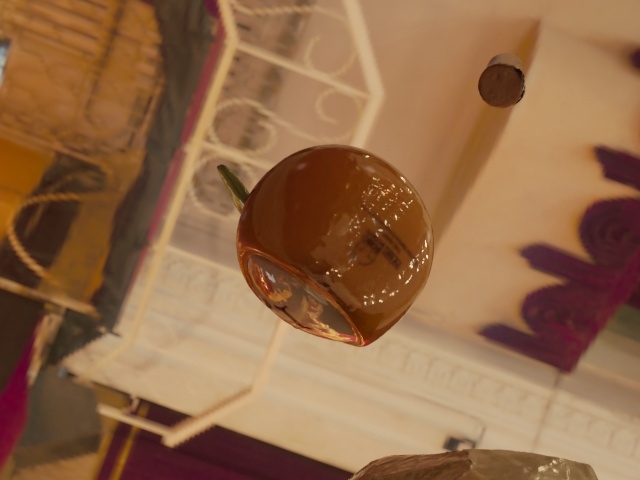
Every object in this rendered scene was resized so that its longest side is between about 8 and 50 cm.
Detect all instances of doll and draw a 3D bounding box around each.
[{"bbox_3d":[0.000,0.000,1.350,0.236,0.213,0.213,9,-102,57],"label":"doll"}]

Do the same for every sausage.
[{"bbox_3d":[0.103,-0.092,0.717,0.116,0.026,0.026,-54,166,-76],"label":"sausage"}]

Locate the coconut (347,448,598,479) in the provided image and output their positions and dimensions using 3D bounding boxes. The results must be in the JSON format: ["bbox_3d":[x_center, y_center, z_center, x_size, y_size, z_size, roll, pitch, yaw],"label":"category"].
[{"bbox_3d":[0.139,0.375,1.298,0.415,0.345,0.415,-33,-163,11],"label":"coconut"}]
